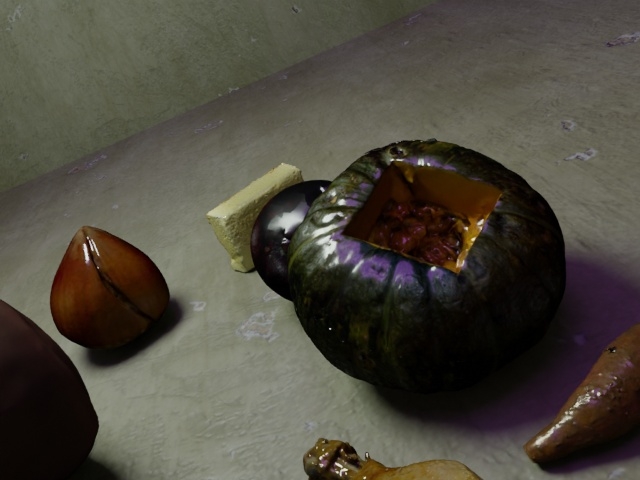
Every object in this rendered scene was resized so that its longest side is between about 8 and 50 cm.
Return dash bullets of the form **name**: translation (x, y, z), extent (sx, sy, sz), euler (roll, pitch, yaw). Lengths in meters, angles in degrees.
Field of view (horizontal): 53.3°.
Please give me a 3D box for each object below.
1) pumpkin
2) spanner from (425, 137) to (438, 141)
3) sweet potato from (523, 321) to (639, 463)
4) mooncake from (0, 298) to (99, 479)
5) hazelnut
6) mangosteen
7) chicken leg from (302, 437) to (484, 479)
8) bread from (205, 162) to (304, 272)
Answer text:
- **pumpkin**: translation (0.120, 0.025, 0.737), extent (0.320, 0.192, 0.320), euler (-4, 54, 5)
- **spanner**: translation (0.192, -0.104, 1.130), extent (0.096, 0.040, 0.325), euler (-12, 30, 20)
- **sweet potato**: translation (0.318, 0.108, 0.613), extent (0.314, 0.072, 0.066), euler (-36, 15, -17)
- **mooncake**: translation (-0.421, 0.191, 0.776), extent (0.334, 0.326, 0.174), euler (25, 47, 28)
- **hazelnut**: translation (-0.361, 0.074, 1.067), extent (0.208, 0.208, 0.208), euler (-19, 27, 10)
- **mangosteen**: translation (0.000, 0.000, 0.962), extent (0.194, 0.194, 0.230), euler (-15, 3, 16)
- **chicken leg**: translation (0.065, 0.234, 0.577), extent (0.107, 0.087, 0.251), euler (-28, 19, -33)
- **bread**: translation (-0.101, -0.043, 1.155), extent (0.188, 0.125, 0.068), euler (-37, 31, -24)
